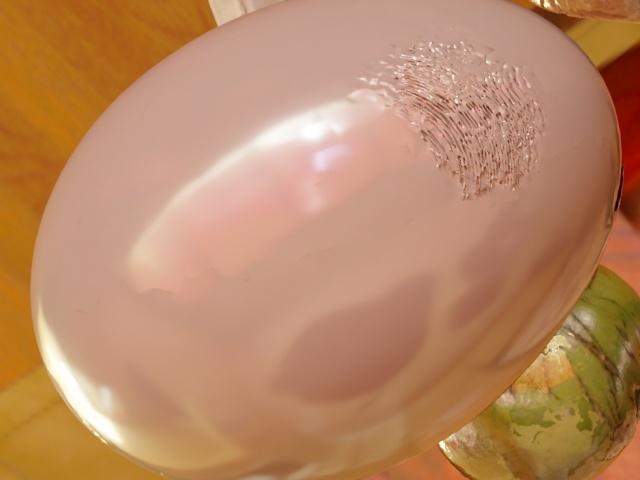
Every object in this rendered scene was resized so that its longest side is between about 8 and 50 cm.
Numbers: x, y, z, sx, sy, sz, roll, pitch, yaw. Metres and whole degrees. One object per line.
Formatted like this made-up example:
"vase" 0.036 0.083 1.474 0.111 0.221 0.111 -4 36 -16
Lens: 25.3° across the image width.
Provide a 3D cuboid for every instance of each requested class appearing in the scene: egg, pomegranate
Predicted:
"egg" 0.000 0.000 0.445 0.198 0.146 0.146 -26 135 17
"pomegranate" 0.113 0.054 0.839 0.131 0.152 0.191 -28 102 31

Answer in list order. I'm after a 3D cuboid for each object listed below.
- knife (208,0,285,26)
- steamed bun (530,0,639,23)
"knife" -0.024 -0.119 0.780 0.073 0.265 0.040 7 116 -13
"steamed bun" 0.182 -0.185 0.744 0.175 0.106 0.145 -19 119 -18
